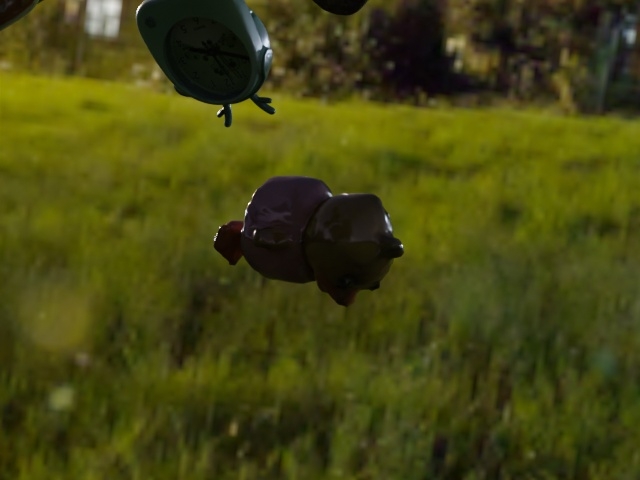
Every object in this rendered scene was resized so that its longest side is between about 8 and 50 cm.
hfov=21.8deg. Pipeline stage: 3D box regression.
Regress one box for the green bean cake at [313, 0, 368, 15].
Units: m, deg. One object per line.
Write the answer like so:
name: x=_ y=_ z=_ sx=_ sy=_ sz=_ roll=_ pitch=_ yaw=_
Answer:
green bean cake: x=-0.005 y=-0.385 z=1.894 sx=0.233 sy=0.198 sz=0.097 roll=30 pitch=40 yaw=1

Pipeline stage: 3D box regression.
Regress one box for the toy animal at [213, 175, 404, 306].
toy animal: x=0.002 y=-0.004 z=2.429 sx=0.281 sy=0.169 sz=0.195 roll=19 pitch=10 yaw=36

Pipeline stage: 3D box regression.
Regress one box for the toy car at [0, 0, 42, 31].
toy car: x=-0.457 y=-0.376 z=2.075 sx=0.145 sy=0.235 sz=0.235 roll=-34 pitch=17 yaw=-12

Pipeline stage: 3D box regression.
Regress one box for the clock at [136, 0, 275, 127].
clock: x=-0.137 y=-0.248 z=2.188 sx=0.159 sy=0.211 sz=0.066 roll=-11 pitch=29 yaw=31
